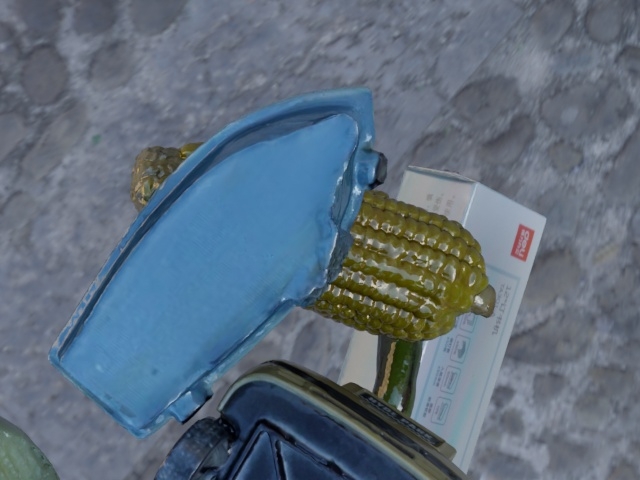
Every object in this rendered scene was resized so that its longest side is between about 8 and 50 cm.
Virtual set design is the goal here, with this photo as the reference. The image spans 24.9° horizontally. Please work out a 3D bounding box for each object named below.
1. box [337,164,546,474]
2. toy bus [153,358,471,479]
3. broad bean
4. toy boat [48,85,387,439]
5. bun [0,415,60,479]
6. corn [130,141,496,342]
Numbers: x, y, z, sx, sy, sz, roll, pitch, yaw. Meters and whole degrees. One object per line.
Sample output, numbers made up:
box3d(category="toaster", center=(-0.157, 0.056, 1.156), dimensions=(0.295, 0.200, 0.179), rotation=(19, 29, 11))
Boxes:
box3d(category="box", center=(0.096, 0.081, 1.246), dimensions=(0.079, 0.135, 0.269), rotation=(15, 87, 38))
box3d(category="toy bus", center=(-0.049, 0.254, 0.911), dimensions=(0.177, 0.202, 0.365), rotation=(33, 102, 13))
box3d(category="broad bean", center=(0.052, 0.057, 1.084), dimensions=(0.039, 0.226, 0.069), rotation=(15, 146, -18))
box3d(category="toy boat", center=(-0.049, 0.003, 0.834), dimensions=(0.109, 0.098, 0.238), rotation=(42, 95, -4))
box3d(category="bun", center=(-0.253, 0.202, 0.936), dimensions=(0.118, 0.195, 0.195), rotation=(0, 110, 31))
box3d(category="corn", center=(0.000, 0.000, 0.950), dimensions=(0.262, 0.097, 0.097), rotation=(21, 116, -17))
